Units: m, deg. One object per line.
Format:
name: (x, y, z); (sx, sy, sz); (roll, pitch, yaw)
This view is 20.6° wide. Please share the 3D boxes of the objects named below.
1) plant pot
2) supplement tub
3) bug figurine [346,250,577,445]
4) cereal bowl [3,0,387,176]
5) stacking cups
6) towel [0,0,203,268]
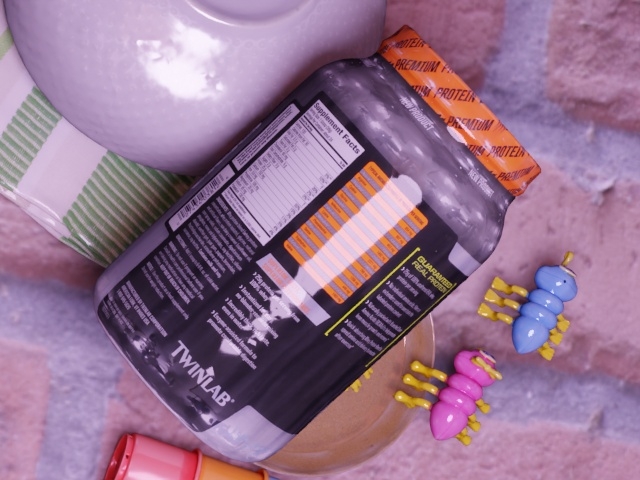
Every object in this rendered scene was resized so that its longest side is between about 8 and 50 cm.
plant pot: (-0.012, 0.092, 1.576); (0.236, 0.032, 0.236); (1, 86, -18)
supplement tub: (0.000, 0.000, 1.413); (0.338, 0.207, 0.207); (-42, 99, 5)
bug figurine: (0.100, 0.058, 1.560); (0.279, 0.072, 0.216); (29, 78, -14)
cereal bowl: (-0.090, -0.229, 1.491); (0.339, 0.141, 0.339); (5, 76, -21)
stacking cups: (-0.033, 0.251, 1.523); (0.316, 0.096, 0.096); (20, 80, -15)
towel: (-0.202, -0.125, 1.531); (0.325, 0.038, 0.248); (35, 75, -10)
